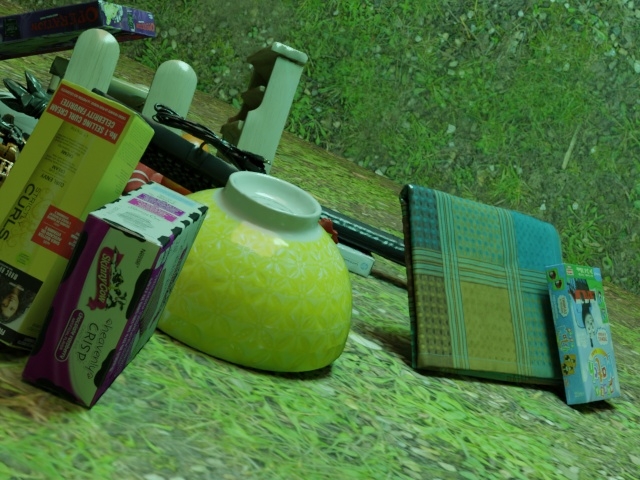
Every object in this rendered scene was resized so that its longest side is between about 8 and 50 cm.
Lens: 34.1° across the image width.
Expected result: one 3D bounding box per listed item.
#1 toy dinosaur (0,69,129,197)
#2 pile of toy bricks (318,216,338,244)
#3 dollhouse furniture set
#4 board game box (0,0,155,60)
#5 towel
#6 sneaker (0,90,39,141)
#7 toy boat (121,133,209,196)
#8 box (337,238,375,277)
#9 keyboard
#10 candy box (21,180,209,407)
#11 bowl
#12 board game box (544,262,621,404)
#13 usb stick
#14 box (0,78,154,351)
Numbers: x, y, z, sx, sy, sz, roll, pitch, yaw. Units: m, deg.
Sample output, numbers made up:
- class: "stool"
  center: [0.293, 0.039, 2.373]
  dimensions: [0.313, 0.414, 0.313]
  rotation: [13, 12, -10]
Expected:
- class: "toy dinosaur"
  center: [-0.359, -0.074, 1.323]
  dimensions: [0.322, 0.164, 0.218]
  rotation: [44, 6, -46]
- class: "pile of toy bricks"
  center: [-0.055, -0.021, 1.686]
  dimensions: [0.212, 0.105, 0.118]
  rotation: [19, 12, -21]
- class: "dollhouse furniture set"
  center: [-0.260, -0.264, 1.803]
  dimensions: [0.394, 0.256, 0.362]
  rotation: [20, -5, -18]
- class: "board game box"
  center: [-0.474, -0.341, 1.726]
  dimensions: [0.347, 0.056, 0.208]
  rotation: [-6, 9, 15]
- class: "towel"
  center: [0.253, 0.074, 1.551]
  dimensions: [0.370, 0.271, 0.040]
  rotation: [12, -21, -43]
- class: "sneaker"
  center: [-0.429, -0.143, 1.526]
  dimensions: [0.272, 0.100, 0.108]
  rotation: [26, 16, 12]
- class: "toy boat"
  center: [-0.212, -0.086, 1.550]
  dimensions: [0.151, 0.151, 0.231]
  rotation: [21, 11, -15]
- class: "box"
  center: [0.000, 0.000, 1.882]
  dimensions: [0.186, 0.038, 0.145]
  rotation: [21, 11, -9]
- class: "keyboard"
  center: [-0.164, -0.101, 1.355]
  dimensions: [0.317, 0.033, 0.201]
  rotation: [29, -24, -3]
- class: "candy box"
  center: [-0.183, 0.040, 0.973]
  dimensions: [0.071, 0.159, 0.233]
  rotation: [25, 11, -2]
- class: "bowl"
  center: [-0.079, 0.012, 1.230]
  dimensions: [0.289, 0.156, 0.289]
  rotation: [20, 20, -8]
- class: "board game box"
  center: [0.412, 0.146, 1.631]
  dimensions: [0.039, 0.211, 0.160]
  rotation: [-12, -11, 32]
- class: "usb stick"
  center: [0.071, -0.012, 1.865]
  dimensions: [0.278, 0.045, 0.077]
  rotation: [22, 12, -7]
- class: "box"
  center: [-0.245, -0.022, 0.939]
  dimensions: [0.087, 0.232, 0.058]
  rotation: [27, -8, 13]
